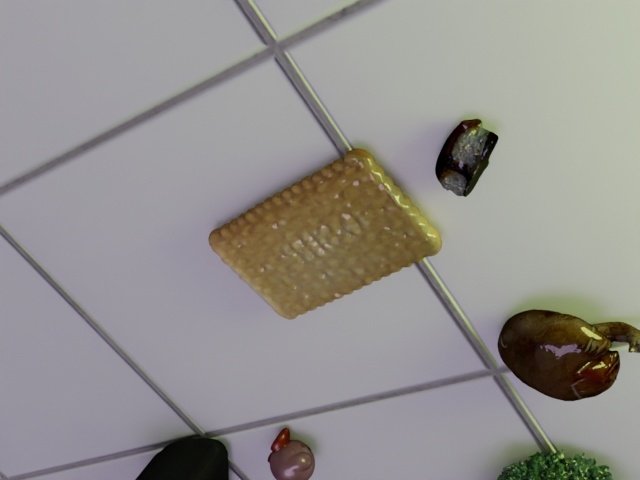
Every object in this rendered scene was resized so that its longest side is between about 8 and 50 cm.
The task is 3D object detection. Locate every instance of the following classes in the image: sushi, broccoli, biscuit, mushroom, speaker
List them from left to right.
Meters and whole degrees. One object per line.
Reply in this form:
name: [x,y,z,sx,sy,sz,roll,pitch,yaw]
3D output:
speaker: [-0.267,0.483,1.357,0.184,0.180,0.388,19,131,18]
biscuit: [0.000,-0.001,0.948,0.250,0.030,0.160,-28,116,35]
sushi: [0.146,-0.087,0.829,0.046,0.044,0.083,35,133,16]
broccoli: [0.305,0.390,1.116,0.220,0.194,0.194,-11,129,-4]
mushroom: [0.288,0.132,0.937,0.171,0.080,0.135,-15,133,32]

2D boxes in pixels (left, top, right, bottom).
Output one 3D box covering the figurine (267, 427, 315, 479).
figurine: [-0.043,0.332,1.224,0.071,0.067,0.083,33,151,16]
